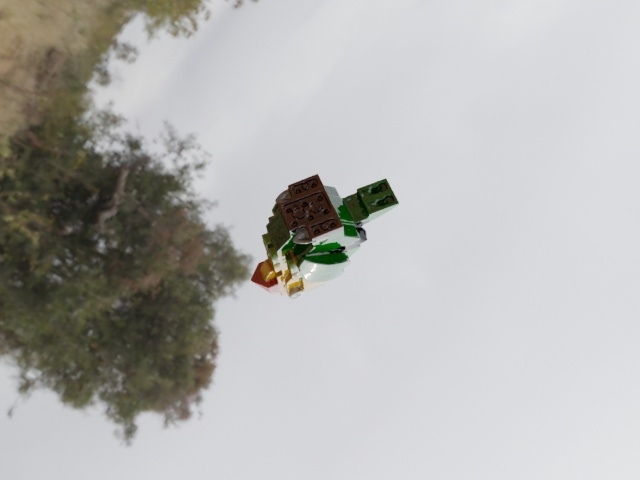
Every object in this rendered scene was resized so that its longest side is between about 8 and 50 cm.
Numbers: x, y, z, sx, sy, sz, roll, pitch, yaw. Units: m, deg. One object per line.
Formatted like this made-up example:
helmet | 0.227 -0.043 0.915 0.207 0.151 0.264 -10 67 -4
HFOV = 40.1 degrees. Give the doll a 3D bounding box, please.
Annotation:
doll | -0.007 0.001 1.048 0.106 0.134 0.186 63 -38 26
